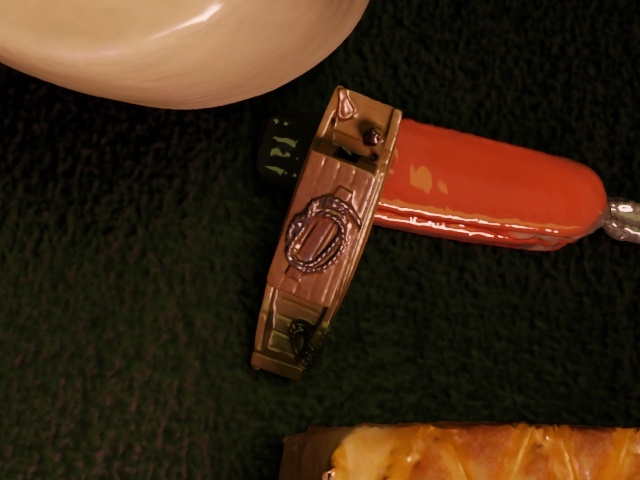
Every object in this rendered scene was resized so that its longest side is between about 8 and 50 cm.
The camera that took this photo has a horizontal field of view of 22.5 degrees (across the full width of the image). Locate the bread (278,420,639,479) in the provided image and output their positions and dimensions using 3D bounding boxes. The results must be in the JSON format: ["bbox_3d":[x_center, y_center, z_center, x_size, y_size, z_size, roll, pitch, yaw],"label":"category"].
[{"bbox_3d":[0.114,0.247,1.004,0.279,0.207,0.279,7,81,-10],"label":"bread"}]

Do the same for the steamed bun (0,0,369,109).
[{"bbox_3d":[-0.172,-0.284,0.941,0.290,0.371,0.456,-26,85,9],"label":"steamed bun"}]

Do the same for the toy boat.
[{"bbox_3d":[0.000,0.000,1.057,0.057,0.077,0.200,20,108,2],"label":"toy boat"}]

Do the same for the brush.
[{"bbox_3d":[0.112,-0.032,1.129,0.323,0.051,0.070,13,73,-6],"label":"brush"}]
